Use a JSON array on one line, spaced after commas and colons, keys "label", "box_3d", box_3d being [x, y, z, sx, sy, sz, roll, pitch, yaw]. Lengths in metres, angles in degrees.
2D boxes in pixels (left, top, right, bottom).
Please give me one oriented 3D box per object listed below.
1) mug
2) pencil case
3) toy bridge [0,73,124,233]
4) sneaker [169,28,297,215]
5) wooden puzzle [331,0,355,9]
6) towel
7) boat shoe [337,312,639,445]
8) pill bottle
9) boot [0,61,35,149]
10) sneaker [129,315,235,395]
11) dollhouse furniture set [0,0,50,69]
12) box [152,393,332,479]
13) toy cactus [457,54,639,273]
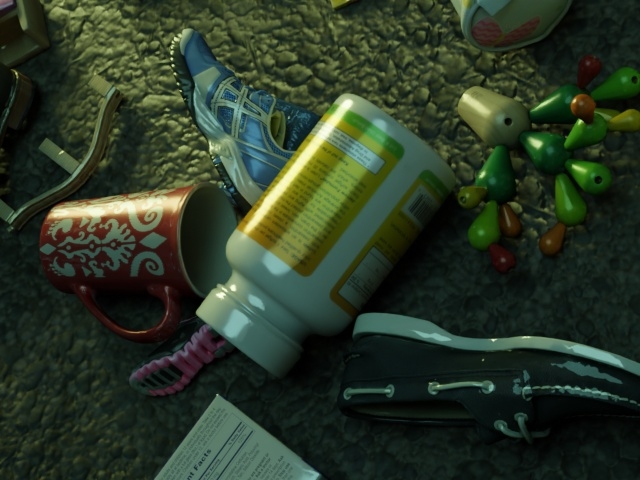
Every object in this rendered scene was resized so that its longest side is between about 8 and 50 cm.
[{"label": "mug", "box_3d": [-0.185, 0.014, 1.637, 0.169, 0.113, 0.150, -2, 37, 27]}, {"label": "pencil case", "box_3d": [0.145, -0.311, 1.633, 0.113, 0.124, 0.273, -28, 60, 11]}, {"label": "toy bridge", "box_3d": [-0.266, -0.083, 1.774, 0.063, 0.026, 0.188, 35, 86, 31]}, {"label": "sneaker", "box_3d": [-0.080, -0.121, 1.649, 0.081, 0.080, 0.211, -29, 69, 3]}, {"label": "wooden puzzle", "box_3d": [0.038, -0.295, 1.738, 0.078, 0.014, 0.116, -13, 63, 18]}, {"label": "towel", "box_3d": [-0.050, -0.082, 1.675, 0.067, 0.029, 0.119, 23, 78, 29]}, {"label": "boat shoe", "box_3d": [0.151, 0.131, 1.449, 0.302, 0.114, 0.091, 4, 69, 38]}, {"label": "pill bottle", "box_3d": [0.000, 0.000, 1.552, 0.136, 0.136, 0.246, 36, 86, 32]}, {"label": "boot", "box_3d": [-0.387, -0.098, 1.778, 0.082, 0.106, 0.219, -1, 63, 46]}, {"label": "sneaker", "box_3d": [-0.132, 0.103, 1.629, 0.119, 0.047, 0.057, -32, 38, 7]}, {"label": "dollhouse furniture set", "box_3d": [-0.501, -0.281, 1.804, 0.286, 0.303, 0.198, -28, 60, 11]}, {"label": "box", "box_3d": [-0.070, 0.231, 1.521, 0.137, 0.072, 0.126, 35, 85, 31]}, {"label": "toy cactus", "box_3d": [0.187, -0.089, 1.540, 0.180, 0.112, 0.219, 39, 96, 42]}]
